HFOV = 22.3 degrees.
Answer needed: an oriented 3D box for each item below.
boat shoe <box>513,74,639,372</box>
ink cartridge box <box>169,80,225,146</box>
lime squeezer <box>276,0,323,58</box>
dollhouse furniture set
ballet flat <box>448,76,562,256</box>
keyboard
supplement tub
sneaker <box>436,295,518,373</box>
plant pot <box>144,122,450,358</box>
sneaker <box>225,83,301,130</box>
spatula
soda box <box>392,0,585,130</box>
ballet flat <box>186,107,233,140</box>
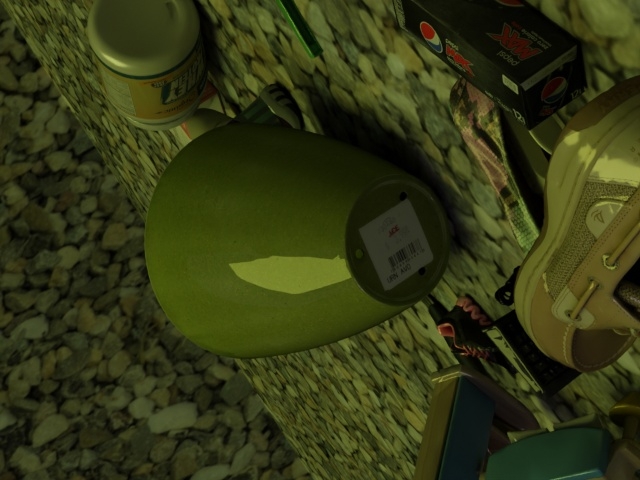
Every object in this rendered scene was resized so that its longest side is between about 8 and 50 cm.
[{"bbox_3d":[0.224,0.022,1.200,0.110,0.121,0.341,50,165,27],"label":"boat shoe"},{"bbox_3d":[-0.216,-0.221,2.343,0.198,0.067,0.115,46,164,31],"label":"ink cartridge box"},{"bbox_3d":[-0.054,-0.308,1.512,0.110,0.059,0.310,19,145,22],"label":"lime squeezer"},{"bbox_3d":[0.279,0.240,1.644,0.286,0.198,0.303,39,140,-28],"label":"dollhouse furniture set"},{"bbox_3d":[0.184,-0.045,1.319,0.079,0.077,0.221,-13,112,56],"label":"ballet flat"},{"bbox_3d":[0.196,0.068,1.396,0.108,0.023,0.180,50,-151,11],"label":"keyboard"},{"bbox_3d":[-0.224,-0.243,2.138,0.144,0.144,0.200,51,167,19],"label":"supplement tub"},{"bbox_3d":[0.172,0.114,1.774,0.119,0.057,0.047,43,160,41],"label":"sneaker"},{"bbox_3d":[0.000,0.000,1.756,0.293,0.275,0.275,0,125,56],"label":"plant pot"},{"bbox_3d":[-0.070,-0.101,2.032,0.083,0.098,0.224,48,165,33],"label":"sneaker"},{"bbox_3d":[0.113,0.069,1.938,0.296,0.030,0.084,48,163,31],"label":"spatula"},{"bbox_3d":[0.126,-0.158,1.246,0.169,0.060,0.053,45,165,38],"label":"soda box"},{"bbox_3d":[-0.087,-0.099,2.187,0.248,0.086,0.086,51,167,12],"label":"ballet flat"}]
